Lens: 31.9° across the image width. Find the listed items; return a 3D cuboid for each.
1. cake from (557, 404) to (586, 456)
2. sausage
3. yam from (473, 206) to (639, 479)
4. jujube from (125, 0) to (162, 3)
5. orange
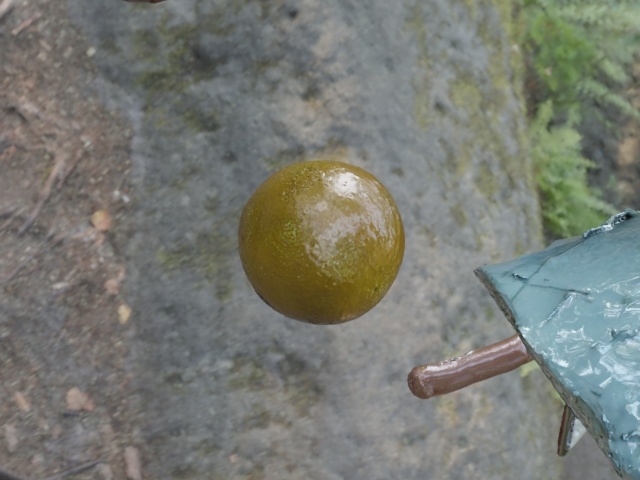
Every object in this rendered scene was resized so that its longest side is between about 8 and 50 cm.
[{"bbox_3d":[0.367,0.178,1.540,0.220,0.086,0.117,-44,76,-8],"label":"cake"},{"bbox_3d":[0.163,0.126,1.146,0.158,0.042,0.036,-19,64,-14],"label":"sausage"},{"bbox_3d":[0.296,0.054,0.649,0.241,0.348,0.241,-24,90,-84],"label":"yam"},{"bbox_3d":[-0.168,-0.290,0.877,0.155,0.155,0.230,-20,75,-47],"label":"jujube"},{"bbox_3d":[0.000,0.000,1.790,0.274,0.274,0.274,22,55,-34],"label":"orange"}]
